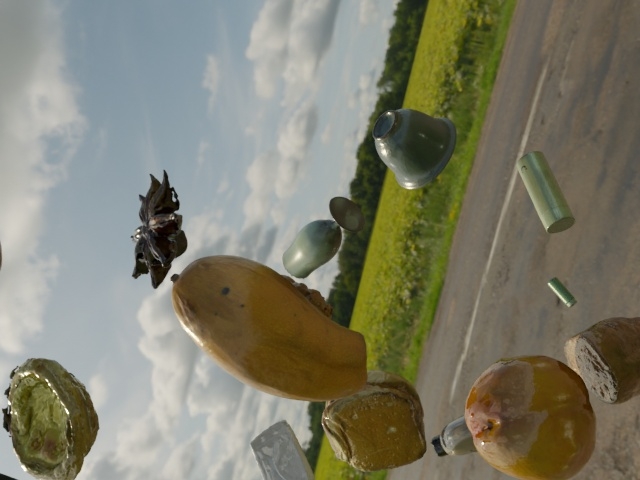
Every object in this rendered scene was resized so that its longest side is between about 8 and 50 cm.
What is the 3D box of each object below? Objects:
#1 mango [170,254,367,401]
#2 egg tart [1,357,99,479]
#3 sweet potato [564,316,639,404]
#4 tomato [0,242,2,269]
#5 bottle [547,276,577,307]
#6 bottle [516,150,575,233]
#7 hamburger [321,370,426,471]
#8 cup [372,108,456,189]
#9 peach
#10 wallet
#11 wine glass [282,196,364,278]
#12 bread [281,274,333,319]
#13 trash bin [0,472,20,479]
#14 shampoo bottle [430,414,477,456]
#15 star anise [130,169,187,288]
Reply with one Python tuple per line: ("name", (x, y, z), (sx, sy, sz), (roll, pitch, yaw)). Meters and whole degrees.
("mango", (-0.084, 0.146, 0.981), (0.187, 0.359, 0.144), (-50, -11, -39))
("egg tart", (-0.556, 0.371, 1.263), (0.095, 0.278, 0.279), (-4, -70, -57))
("sweet potato", (0.382, 0.138, 0.747), (0.251, 0.097, 0.097), (0, -72, -43))
("tomato", (-0.806, 0.026, 1.331), (0.224, 0.085, 0.225), (13, -109, -44))
("bottle", (0.631, 0.136, 1.582), (0.083, 0.030, 0.030), (56, 155, 29))
("bottle", (0.544, -0.118, 1.470), (0.072, 0.072, 0.202), (97, 163, -58))
("hamburger", (0.162, 0.529, 1.775), (0.174, 0.283, 0.305), (-83, -20, -56))
("cup", (0.205, -0.243, 1.461), (0.199, 0.149, 0.199), (-34, 42, 38))
("peach", (0.228, 0.197, 0.670), (0.138, 0.138, 0.138), (14, -90, -86))
("wallet", (-0.091, 0.525, 1.424), (0.124, 0.183, 0.032), (-36, -27, 13))
("wine glass", (0.000, 0.000, 1.281), (0.202, 0.092, 0.093), (-46, 17, 41))
("bread", (-0.107, 0.156, 1.433), (0.147, 0.260, 0.160), (40, -104, -44))
("trash bin", (-0.539, 0.485, 0.954), (0.101, 0.176, 0.236), (-56, 18, 14))
("shampoo bottle", (0.336, 0.372, 1.214), (0.127, 0.256, 0.078), (18, -133, -50))
("star anise", (-0.343, -0.023, 1.331), (0.271, 0.102, 0.272), (-14, 73, 53))
